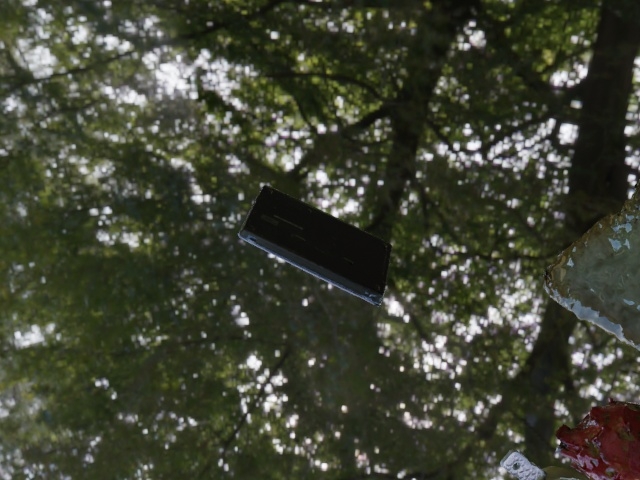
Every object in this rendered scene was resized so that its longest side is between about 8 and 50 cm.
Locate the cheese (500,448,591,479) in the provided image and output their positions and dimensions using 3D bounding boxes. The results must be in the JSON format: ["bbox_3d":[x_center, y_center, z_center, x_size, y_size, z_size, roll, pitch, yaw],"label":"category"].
[{"bbox_3d":[0.419,0.455,1.532,0.127,0.255,0.050,-47,-149,2],"label":"cheese"}]

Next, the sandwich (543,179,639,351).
[{"bbox_3d":[0.252,-0.014,0.366,0.087,0.251,0.226,-3,-143,-49],"label":"sandwich"}]

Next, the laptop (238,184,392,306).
[{"bbox_3d":[0.000,0.000,1.108,0.207,0.026,0.154,27,-149,-4],"label":"laptop"}]

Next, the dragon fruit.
[{"bbox_3d":[0.605,0.421,1.649,0.268,0.210,0.205,3,-106,10],"label":"dragon fruit"}]
